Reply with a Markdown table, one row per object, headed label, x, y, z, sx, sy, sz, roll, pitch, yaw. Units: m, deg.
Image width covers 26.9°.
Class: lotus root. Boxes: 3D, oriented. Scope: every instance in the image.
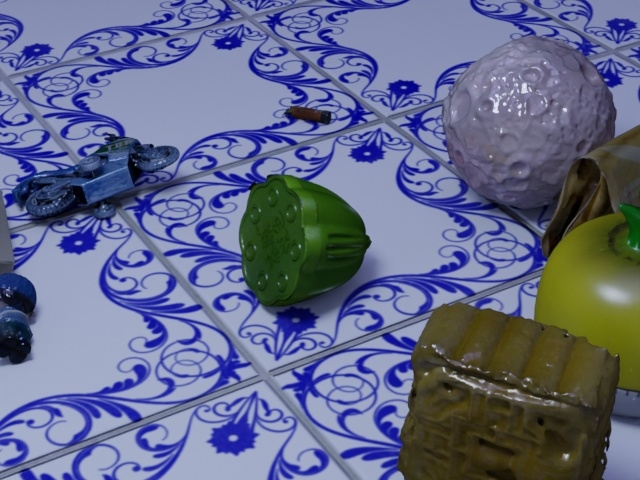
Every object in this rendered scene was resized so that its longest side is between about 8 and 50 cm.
| label | x | y | z | sx | sy | sz | roll | pitch | yaw |
| --- | --- | --- | --- | --- | --- | --- | --- | --- | --- |
| lotus root | 0.000 | 0.000 | 1.836 | 0.186 | 0.186 | 0.186 | -1 | 33 | 1 |

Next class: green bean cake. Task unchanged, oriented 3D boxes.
| label | x | y | z | sx | sy | sz | roll | pitch | yaw |
| --- | --- | --- | --- | --- | --- | --- | --- | --- | --- |
| green bean cake | 0.202 | 0.199 | 1.455 | 0.230 | 0.224 | 0.131 | 16 | 37 | 19 |

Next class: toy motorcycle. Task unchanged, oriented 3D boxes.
| label | x | y | z | sx | sy | sz | roll | pitch | yaw |
| --- | --- | --- | --- | --- | --- | --- | --- | --- | --- |
| toy motorcycle | -0.345 | -0.103 | 2.053 | 0.254 | 0.092 | 0.135 | -23 | 29 | -15 |

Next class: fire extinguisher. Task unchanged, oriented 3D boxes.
| label | x | y | z | sx | sy | sz | roll | pitch | yaw |
| --- | --- | --- | --- | --- | --- | --- | --- | --- | --- |
| fire extinguisher | -0.024 | -0.213 | 2.268 | 0.083 | 0.022 | 0.028 | 11 | 66 | 18 |

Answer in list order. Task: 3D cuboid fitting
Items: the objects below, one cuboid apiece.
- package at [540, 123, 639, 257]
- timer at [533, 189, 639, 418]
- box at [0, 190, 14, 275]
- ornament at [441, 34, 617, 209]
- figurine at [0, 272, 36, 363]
| label | x | y | z | sx | sy | sz | roll | pitch | yaw |
| --- | --- | --- | --- | --- | --- | --- | --- | --- | --- |
| package | 0.443 | -0.071 | 1.911 | 0.165 | 0.221 | 0.311 | 4 | 27 | 47 |
| timer | 0.396 | 0.051 | 1.629 | 0.285 | 0.285 | 0.285 | -1 | 33 | 1 |
| box | -0.624 | -0.023 | 1.878 | 0.365 | 0.051 | 0.204 | 7 | 30 | -22 |
| ornament | 0.311 | -0.165 | 1.980 | 0.259 | 0.259 | 0.225 | -21 | 68 | -27 |
| figurine | -0.409 | 0.095 | 1.765 | 0.077 | 0.079 | 0.136 | 30 | 11 | -33 |
